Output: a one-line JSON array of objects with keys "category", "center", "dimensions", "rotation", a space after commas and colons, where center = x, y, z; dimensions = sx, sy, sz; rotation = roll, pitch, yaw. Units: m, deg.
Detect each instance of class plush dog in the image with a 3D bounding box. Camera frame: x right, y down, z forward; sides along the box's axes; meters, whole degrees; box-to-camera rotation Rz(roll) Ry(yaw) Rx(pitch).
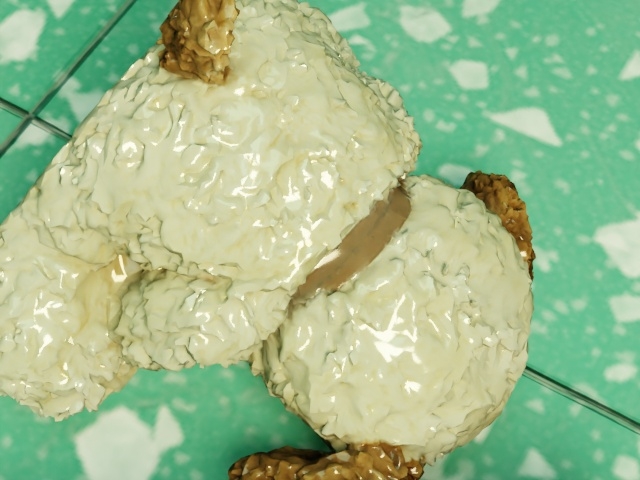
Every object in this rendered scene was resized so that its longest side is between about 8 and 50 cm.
[{"category": "plush dog", "center": [0.000, 0.000, 0.645], "dimensions": [0.225, 0.210, 0.262], "rotation": [41, 62, -5]}]
